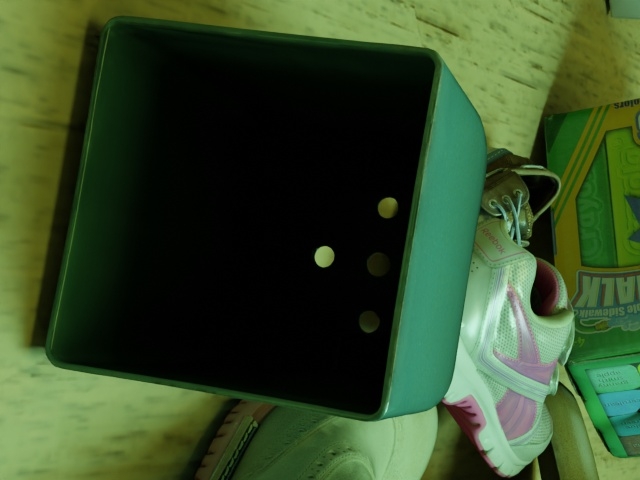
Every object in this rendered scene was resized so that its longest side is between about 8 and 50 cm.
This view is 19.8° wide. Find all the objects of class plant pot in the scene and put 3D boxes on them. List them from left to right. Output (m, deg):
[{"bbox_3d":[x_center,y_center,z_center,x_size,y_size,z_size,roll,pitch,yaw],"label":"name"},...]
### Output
[{"bbox_3d":[0.000,0.000,0.929,0.234,0.166,0.165,20,79,-70],"label":"plant pot"},{"bbox_3d":[0.196,0.211,1.401,0.236,0.032,0.236,-11,90,-89],"label":"plant pot"}]

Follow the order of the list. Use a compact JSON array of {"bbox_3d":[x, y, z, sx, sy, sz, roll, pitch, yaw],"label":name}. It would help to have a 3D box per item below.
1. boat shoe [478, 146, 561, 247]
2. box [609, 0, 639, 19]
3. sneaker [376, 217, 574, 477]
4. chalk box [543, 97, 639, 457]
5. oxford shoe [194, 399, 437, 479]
[{"bbox_3d":[0.111,-0.021,1.252,0.183,0.066,0.066,-42,133,-53],"label":"boat shoe"},{"bbox_3d":[0.299,-0.246,1.539,0.101,0.102,0.087,-58,143,-42],"label":"box"},{"bbox_3d":[0.121,0.070,1.204,0.111,0.103,0.252,-37,151,0],"label":"sneaker"},{"bbox_3d":[0.283,0.050,1.405,0.179,0.180,0.289,57,27,-53],"label":"chalk box"},{"bbox_3d":[-0.005,0.180,0.974,0.397,0.146,0.140,-43,131,-54],"label":"oxford shoe"}]
